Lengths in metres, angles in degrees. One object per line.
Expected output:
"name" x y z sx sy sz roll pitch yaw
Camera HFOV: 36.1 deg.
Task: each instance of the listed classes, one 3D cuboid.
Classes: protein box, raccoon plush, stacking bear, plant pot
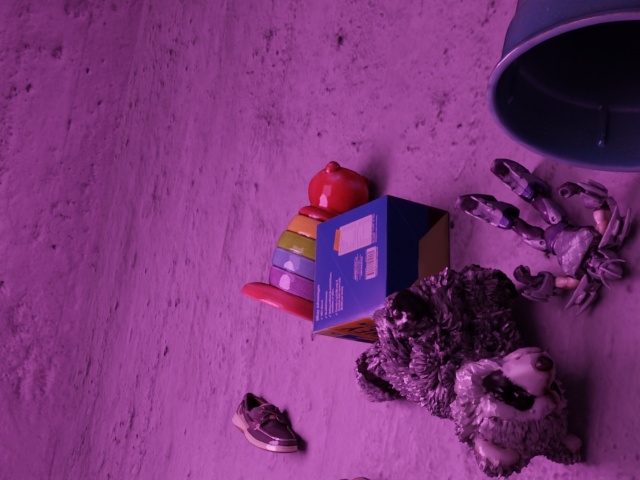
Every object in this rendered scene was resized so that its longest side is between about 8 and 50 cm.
"protein box" 0.100 0.054 1.653 0.201 0.136 0.199 -22 60 52
"raccoon plush" 0.215 0.238 1.442 0.446 0.216 0.299 102 149 -62
"stacking bear" 0.000 0.000 1.821 0.164 0.175 0.289 16 85 60
"plant pot" 0.385 -0.308 1.200 0.341 0.341 0.334 -24 52 52

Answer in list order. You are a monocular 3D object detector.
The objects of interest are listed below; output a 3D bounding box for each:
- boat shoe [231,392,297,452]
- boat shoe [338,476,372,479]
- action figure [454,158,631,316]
"boat shoe" -0.110 0.353 1.919 0.223 0.080 0.073 16 97 62
"boat shoe" 0.015 0.562 1.599 0.132 0.130 0.355 -12 68 55
"action figure" 0.321 -0.012 1.378 0.185 0.099 0.285 -59 39 11
